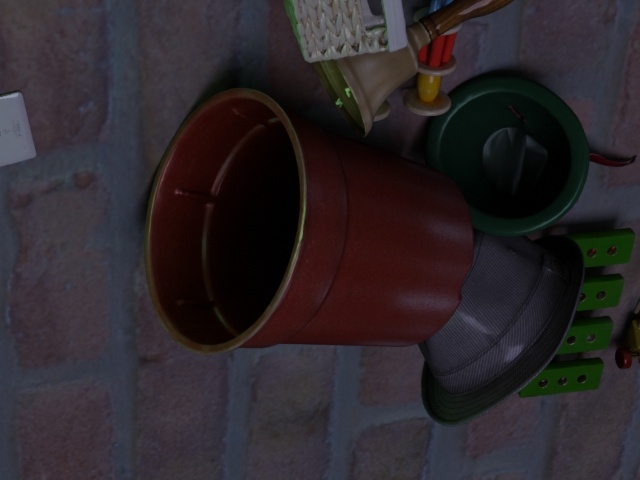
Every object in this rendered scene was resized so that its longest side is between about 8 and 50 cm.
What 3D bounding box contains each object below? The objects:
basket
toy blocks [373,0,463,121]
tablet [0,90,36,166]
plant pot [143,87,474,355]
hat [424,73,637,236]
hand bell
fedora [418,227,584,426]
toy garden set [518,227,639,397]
[{"bbox_3d":[0.011,-0.260,1.723,0.103,0.167,0.113,-15,131,-2],"label":"basket"},{"bbox_3d":[0.086,-0.202,1.871,0.123,0.054,0.148,-6,127,-15],"label":"toy blocks"},{"bbox_3d":[-0.321,-0.111,1.810,0.054,0.006,0.083,-15,131,-10],"label":"tablet"},{"bbox_3d":[0.000,0.000,1.877,0.265,0.272,0.272,11,122,-38],"label":"plant pot"},{"bbox_3d":[0.226,-0.091,2.038,0.208,0.183,0.173,40,99,4],"label":"hat"},{"bbox_3d":[0.116,-0.216,1.801,0.242,0.126,0.126,-30,133,-8],"label":"hand bell"},{"bbox_3d":[0.172,0.065,2.010,0.124,0.275,0.243,44,125,-15],"label":"fedora"},{"bbox_3d":[0.351,0.077,2.213,0.203,0.049,0.244,-5,128,-16],"label":"toy garden set"}]
